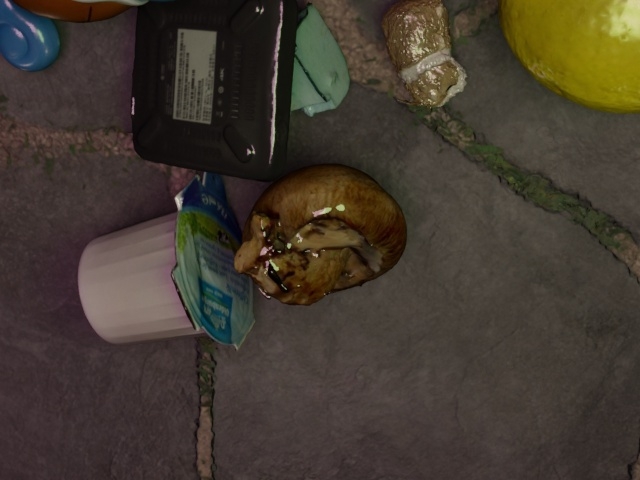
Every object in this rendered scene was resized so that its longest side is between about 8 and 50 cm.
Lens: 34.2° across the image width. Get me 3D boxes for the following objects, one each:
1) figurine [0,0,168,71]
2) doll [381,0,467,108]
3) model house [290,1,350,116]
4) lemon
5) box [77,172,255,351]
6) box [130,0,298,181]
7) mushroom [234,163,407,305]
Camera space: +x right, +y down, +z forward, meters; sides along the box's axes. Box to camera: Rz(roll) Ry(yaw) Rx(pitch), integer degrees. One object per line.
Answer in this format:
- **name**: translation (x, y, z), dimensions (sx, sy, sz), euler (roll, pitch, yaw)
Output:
- **figurine**: translation (-0.368, -0.407, 1.512), dimensions (0.416, 0.298, 0.243), euler (-17, 108, 32)
- **doll**: translation (0.152, -0.307, 1.558), dimensions (0.115, 0.105, 0.221), euler (-9, 103, 14)
- **model house**: translation (-0.053, -0.261, 1.598), dimensions (0.149, 0.119, 0.148), euler (-12, 126, 32)
- **lemon**: translation (0.406, -0.338, 1.418), dimensions (0.348, 0.348, 0.347), euler (1, 102, 5)
- **box**: translation (-0.251, 0.037, 1.623), dimensions (0.206, 0.262, 0.291), euler (-13, 68, 18)
- **box**: translation (-0.164, -0.245, 1.556), dimensions (0.289, 0.073, 0.290), euler (13, 103, 33)
- **mushroom**: translation (-0.008, -0.010, 1.557), dimensions (0.263, 0.283, 0.195), euler (-28, 84, 37)
